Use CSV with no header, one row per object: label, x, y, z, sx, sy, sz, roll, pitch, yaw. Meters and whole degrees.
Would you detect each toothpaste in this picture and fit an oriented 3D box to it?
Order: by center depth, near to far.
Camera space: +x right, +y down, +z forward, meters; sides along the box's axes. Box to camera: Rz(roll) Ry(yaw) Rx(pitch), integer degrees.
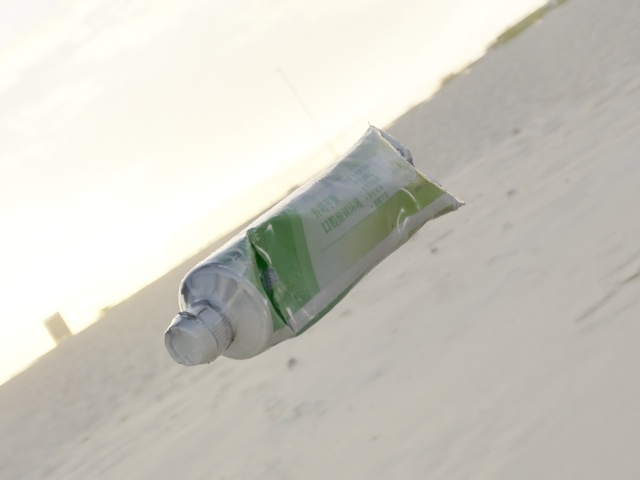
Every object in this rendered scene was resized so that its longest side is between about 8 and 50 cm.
toothpaste,0.000,0.000,0.595,0.248,0.078,0.047,-39,-13,-52
